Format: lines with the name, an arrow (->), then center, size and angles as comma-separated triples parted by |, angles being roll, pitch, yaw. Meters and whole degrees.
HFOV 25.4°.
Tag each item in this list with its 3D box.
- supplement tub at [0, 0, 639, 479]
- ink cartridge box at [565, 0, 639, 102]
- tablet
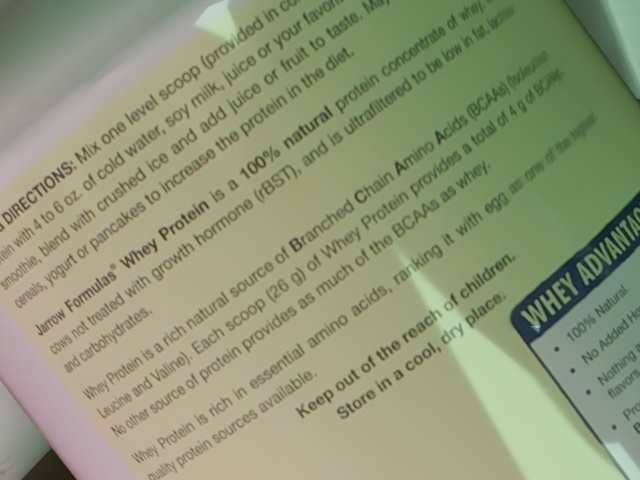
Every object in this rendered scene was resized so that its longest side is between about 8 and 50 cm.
supplement tub -> 0.000, 0.000, 0.500 | 0.235, 0.235, 0.325 | -38, 93, -16
ink cartridge box -> 0.159, -0.154, 0.664 | 0.158, 0.092, 0.218 | -30, 104, -20
tablet -> -0.156, 0.097, 0.632 | 0.083, 0.006, 0.054 | -47, 123, -10
